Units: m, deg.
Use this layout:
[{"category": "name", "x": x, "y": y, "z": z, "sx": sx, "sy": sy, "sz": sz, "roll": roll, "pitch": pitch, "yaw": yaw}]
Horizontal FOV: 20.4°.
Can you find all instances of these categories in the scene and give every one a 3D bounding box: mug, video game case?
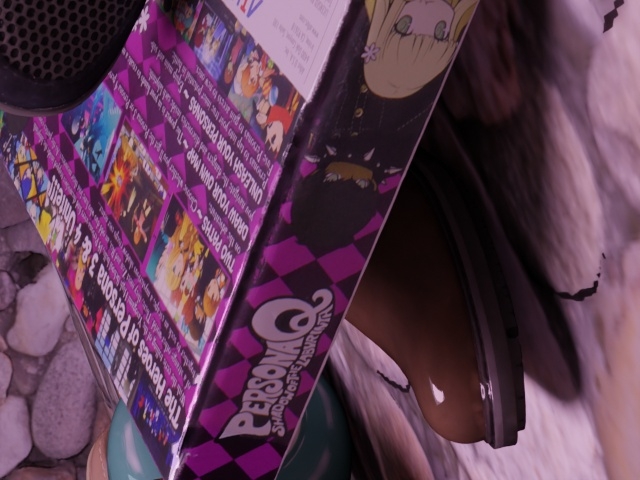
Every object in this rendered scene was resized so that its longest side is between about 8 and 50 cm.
[{"category": "mug", "x": -0.038, "y": 0.122, "z": 0.933, "sx": 0.158, "sy": 0.129, "sz": 0.097, "roll": 40, "pitch": 153, "yaw": 21}, {"category": "video game case", "x": -0.036, "y": -0.070, "z": 0.575, "sx": 0.232, "sy": 0.042, "sz": 0.210, "roll": 52, "pitch": 126, "yaw": 52}]

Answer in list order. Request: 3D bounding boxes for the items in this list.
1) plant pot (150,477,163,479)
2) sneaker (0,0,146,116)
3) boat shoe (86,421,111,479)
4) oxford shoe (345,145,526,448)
[{"category": "plant pot", "x": -0.016, "y": 0.260, "z": 0.768, "sx": 0.203, "sy": 0.291, "sz": 0.291, "roll": 4, "pitch": 115, "yaw": 58}, {"category": "sneaker", "x": -0.052, "y": -0.142, "z": 0.492, "sx": 0.130, "sy": 0.087, "sz": 0.227, "roll": 27, "pitch": 97, "yaw": 64}, {"category": "boat shoe", "x": -0.054, "y": 0.203, "z": 1.165, "sx": 0.341, "sy": 0.121, "sz": 0.110, "roll": 43, "pitch": 148, "yaw": 43}, {"category": "oxford shoe", "x": 0.000, "y": 0.000, "z": 0.641, "sx": 0.227, "sy": 0.096, "sz": 0.083, "roll": -125, "pitch": 21, "yaw": -45}]
